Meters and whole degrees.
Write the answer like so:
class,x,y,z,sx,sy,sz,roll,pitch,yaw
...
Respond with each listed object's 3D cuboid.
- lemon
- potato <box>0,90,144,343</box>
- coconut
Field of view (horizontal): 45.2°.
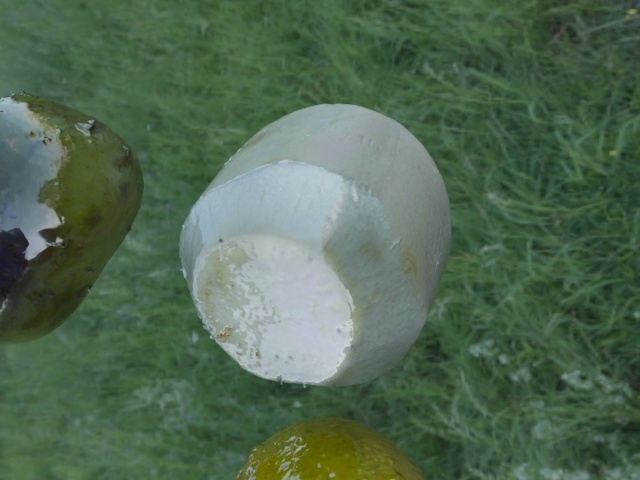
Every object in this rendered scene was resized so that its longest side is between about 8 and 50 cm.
class,x,y,z,sx,sy,sz,roll,pitch,yaw
lemon,0.010,0.258,0.677,0.231,0.192,0.192,-144,55,-66
potato,-0.321,-0.016,0.832,0.307,0.210,0.173,-59,13,25
coconut,0.002,0.003,0.661,0.241,0.241,0.241,177,90,-68
